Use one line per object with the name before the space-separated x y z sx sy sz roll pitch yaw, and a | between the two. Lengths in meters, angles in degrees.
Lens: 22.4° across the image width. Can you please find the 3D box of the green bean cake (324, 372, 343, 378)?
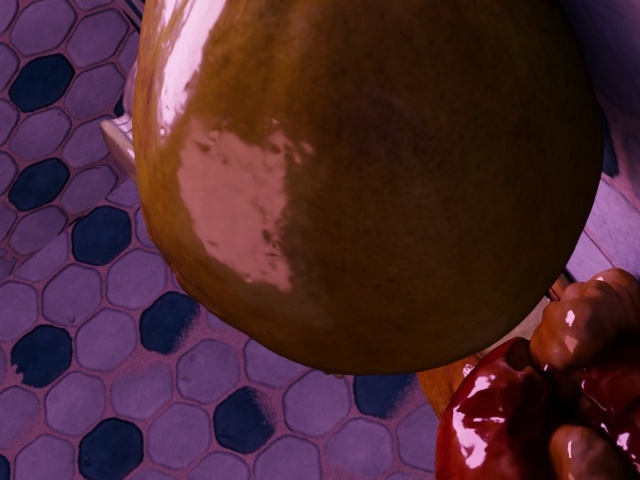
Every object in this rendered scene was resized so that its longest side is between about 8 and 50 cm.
green bean cake | 0.000 0.000 2.209 0.285 0.202 0.310 66 169 -26

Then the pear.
pear | 0.019 -0.063 0.869 0.269 0.269 0.321 48 162 33

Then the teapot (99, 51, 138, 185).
teapot | -0.056 -0.089 1.496 0.321 0.239 0.239 48 177 19

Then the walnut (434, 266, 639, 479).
walnut | 0.204 0.147 1.124 0.269 0.222 0.244 40 -140 -63

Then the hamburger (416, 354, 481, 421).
hamburger | 0.172 0.121 1.624 0.156 0.144 0.283 60 176 8

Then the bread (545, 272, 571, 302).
bread | 0.187 0.027 1.382 0.110 0.024 0.110 49 175 5

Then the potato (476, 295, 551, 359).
potato | 0.138 0.054 1.396 0.149 0.081 0.120 49 173 3
